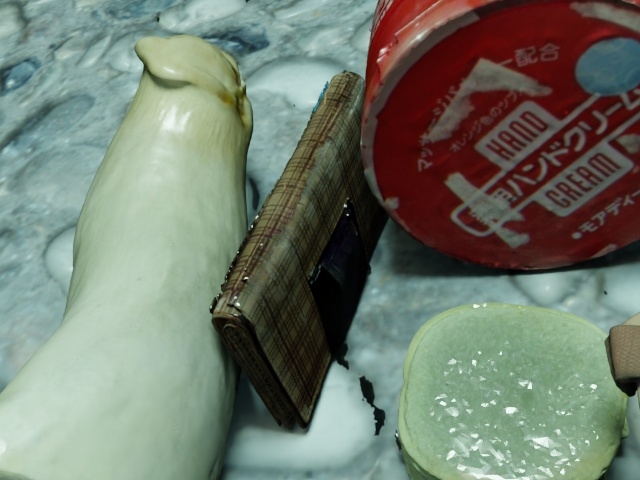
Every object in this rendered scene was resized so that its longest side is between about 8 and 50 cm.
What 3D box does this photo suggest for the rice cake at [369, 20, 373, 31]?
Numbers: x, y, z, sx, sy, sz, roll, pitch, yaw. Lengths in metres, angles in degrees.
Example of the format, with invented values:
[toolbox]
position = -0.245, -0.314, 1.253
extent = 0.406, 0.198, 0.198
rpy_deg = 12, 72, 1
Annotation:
[rice cake]
position = 0.198, -0.230, 0.774
extent = 0.298, 0.050, 0.106
rpy_deg = -24, 46, -7

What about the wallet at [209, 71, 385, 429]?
[wallet]
position = 0.000, 0.000, 0.557
extent = 0.042, 0.124, 0.230
rpy_deg = -2, 46, 25

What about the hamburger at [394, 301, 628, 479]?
[hamburger]
position = 0.109, 0.101, 0.473
extent = 0.133, 0.062, 0.140
rpy_deg = 4, 46, 15

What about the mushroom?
[mushroom]
position = -0.111, 0.020, 0.541
extent = 0.126, 0.177, 0.397
rpy_deg = -2, 44, 6

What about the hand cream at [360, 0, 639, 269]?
[hand cream]
position = 0.138, -0.104, 0.549
extent = 0.230, 0.230, 0.149
rpy_deg = -6, 45, 11

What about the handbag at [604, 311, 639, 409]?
[handbag]
position = 0.231, 0.123, 0.327
extent = 0.193, 0.190, 0.251
rpy_deg = -14, 38, 26
